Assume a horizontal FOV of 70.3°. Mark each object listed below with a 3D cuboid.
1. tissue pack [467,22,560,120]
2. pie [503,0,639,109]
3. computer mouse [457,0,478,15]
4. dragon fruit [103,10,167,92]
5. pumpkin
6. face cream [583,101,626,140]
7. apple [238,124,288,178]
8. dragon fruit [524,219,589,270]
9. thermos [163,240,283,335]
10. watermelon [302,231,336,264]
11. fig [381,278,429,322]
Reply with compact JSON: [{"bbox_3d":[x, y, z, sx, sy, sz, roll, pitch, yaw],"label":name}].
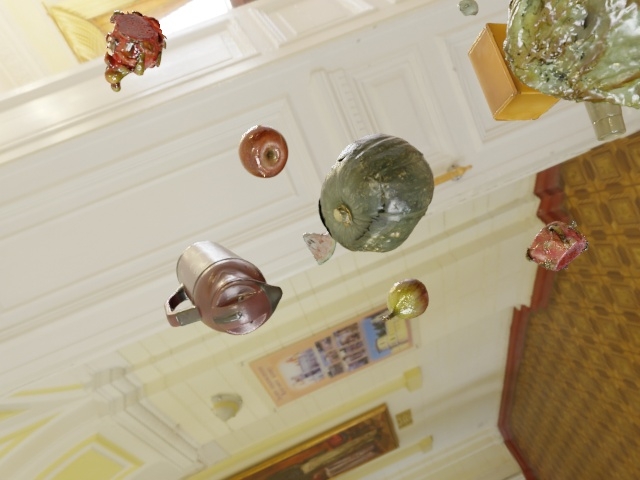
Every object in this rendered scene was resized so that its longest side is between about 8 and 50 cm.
[{"bbox_3d":[0.614,-0.532,1.441,0.145,0.195,0.274,118,143,-65],"label":"tissue pack"},{"bbox_3d":[0.555,-0.417,0.805,0.180,0.419,0.394,-71,-13,-49],"label":"pie"},{"bbox_3d":[0.476,-0.746,1.450,0.055,0.110,0.032,56,139,2],"label":"computer mouse"},{"bbox_3d":[-0.457,-0.455,1.097,0.133,0.207,0.150,27,-179,3],"label":"dragon fruit"},{"bbox_3d":[0.144,-0.111,1.223,0.291,0.258,0.327,46,143,30],"label":"pumpkin"},{"bbox_3d":[0.898,-0.496,1.472,0.084,0.138,0.340,7,-109,-61],"label":"face cream"},{"bbox_3d":[-0.222,-0.341,1.745,0.162,0.201,0.201,27,143,52],"label":"apple"},{"bbox_3d":[0.987,0.024,1.859,0.147,0.283,0.210,51,166,49],"label":"dragon fruit"},{"bbox_3d":[-0.166,0.070,0.705,0.330,0.137,0.109,-166,85,-66],"label":"thermos"},{"bbox_3d":[0.000,0.000,1.723,0.139,0.071,0.187,33,135,4],"label":"watermelon"},{"bbox_3d":[0.288,0.225,1.675,0.143,0.231,0.160,65,147,29],"label":"fig"}]
